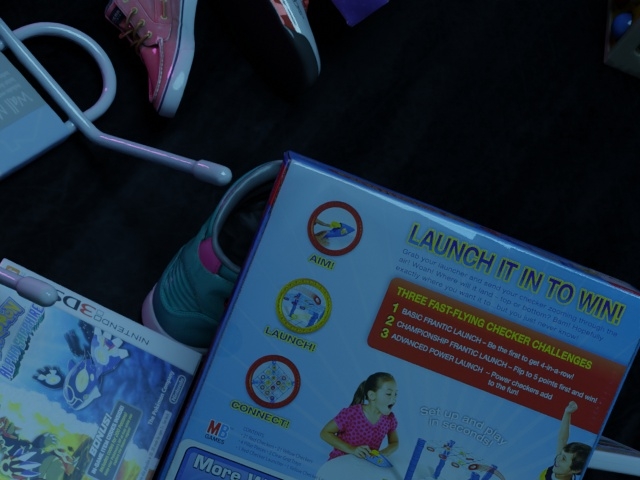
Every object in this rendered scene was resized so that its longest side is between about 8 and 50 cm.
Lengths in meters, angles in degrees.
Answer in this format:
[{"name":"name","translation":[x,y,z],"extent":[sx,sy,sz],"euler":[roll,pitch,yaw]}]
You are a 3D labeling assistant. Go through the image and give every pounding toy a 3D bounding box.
[{"name":"pounding toy","translation":[0.363,-0.272,1.795],"extent":[0.100,0.141,0.130],"euler":[20,54,-13]}]

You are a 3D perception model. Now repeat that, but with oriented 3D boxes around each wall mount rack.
[{"name":"wall mount rack","translation":[-0.263,-0.083,1.383],"extent":[0.304,0.130,0.350],"euler":[47,53,7]}]

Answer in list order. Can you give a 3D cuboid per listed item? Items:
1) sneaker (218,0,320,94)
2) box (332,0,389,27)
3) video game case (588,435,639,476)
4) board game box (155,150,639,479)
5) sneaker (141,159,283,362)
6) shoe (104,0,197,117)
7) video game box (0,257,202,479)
[{"name":"sneaker","translation":[-0.042,-0.275,1.635],"extent":[0.145,0.090,0.270],"euler":[-26,71,-33]},{"name":"box","translation":[0.038,-0.366,1.679],"extent":[0.201,0.057,0.293],"euler":[49,38,-13]},{"name":"video game case","translation":[0.200,0.176,1.447],"extent":[0.157,0.143,0.019],"euler":[12,92,-19]},{"name":"board game box","translation":[0.059,0.125,1.300],"extent":[0.308,0.086,0.302],"euler":[22,96,-5]},{"name":"sneaker","translation":[0.000,0.000,1.426],"extent":[0.295,0.178,0.124],"euler":[-18,69,-33]},{"name":"shoe","translation":[-0.162,-0.192,1.546],"extent":[0.081,0.063,0.178],"euler":[15,50,-15]},{"name":"video game box","translation":[-0.214,0.138,1.322],"extent":[0.187,0.048,0.205],"euler":[25,53,-7]}]
